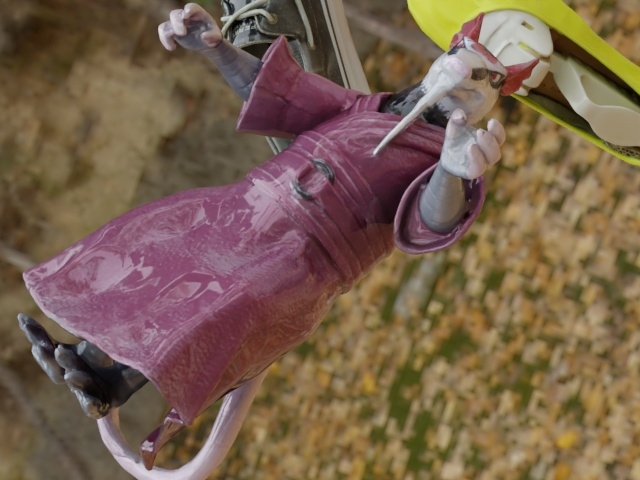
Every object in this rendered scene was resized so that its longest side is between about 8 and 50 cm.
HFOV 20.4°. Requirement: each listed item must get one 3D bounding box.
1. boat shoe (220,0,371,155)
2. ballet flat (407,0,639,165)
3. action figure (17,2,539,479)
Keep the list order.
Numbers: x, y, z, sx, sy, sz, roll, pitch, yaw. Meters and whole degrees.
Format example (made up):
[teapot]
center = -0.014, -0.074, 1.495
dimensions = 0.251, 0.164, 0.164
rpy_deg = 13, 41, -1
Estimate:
[boat shoe]
center = -0.043, -0.220, 1.828
dimensions = 0.121, 0.335, 0.119
rpy_deg = -21, 9, 39
[ballet flat]
center = 0.164, -0.120, 1.244
dimensions = 0.077, 0.231, 0.077
rpy_deg = -51, 21, 27
[action figure]
center = 0.000, 0.000, 1.126
dimensions = 0.370, 0.275, 0.248
rpy_deg = -36, 49, -12
